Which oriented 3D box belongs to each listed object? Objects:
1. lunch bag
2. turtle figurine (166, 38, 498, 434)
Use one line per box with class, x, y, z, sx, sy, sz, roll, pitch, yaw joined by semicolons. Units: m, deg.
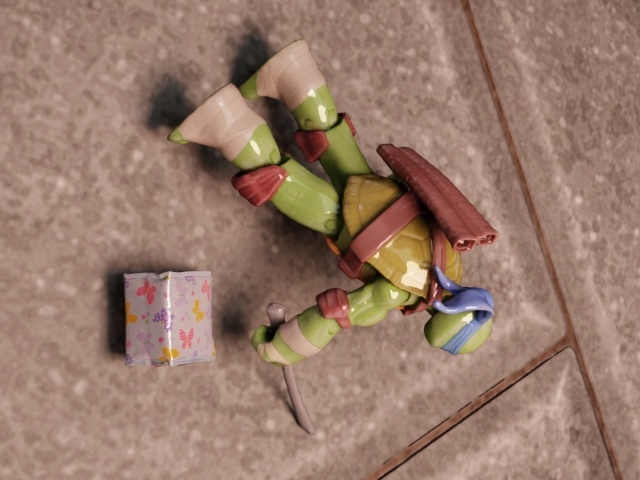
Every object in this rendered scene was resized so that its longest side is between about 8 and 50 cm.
lunch bag;-0.108;0.057;0.992;0.083;0.053;0.071;-1;88;-62
turtle figurine;0.000;0.000;1.047;0.198;0.274;0.266;-38;91;-8
